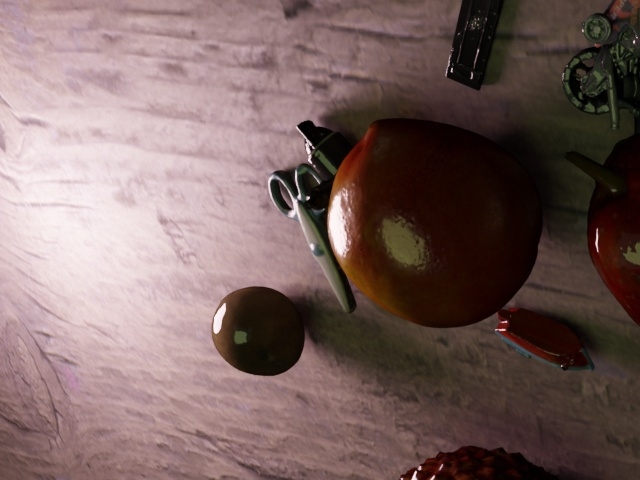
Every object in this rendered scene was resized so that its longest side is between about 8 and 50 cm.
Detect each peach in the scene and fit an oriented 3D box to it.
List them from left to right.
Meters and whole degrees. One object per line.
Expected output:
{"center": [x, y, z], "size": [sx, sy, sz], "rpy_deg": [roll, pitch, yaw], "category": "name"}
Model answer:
{"center": [0.164, -0.034, 1.734], "size": [0.308, 0.308, 0.332], "rpy_deg": [-22, 112, 46], "category": "peach"}

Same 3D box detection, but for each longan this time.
{"center": [-0.116, 0.172, 2.206], "size": [0.187, 0.167, 0.167], "rpy_deg": [47, 138, -11], "category": "longan"}

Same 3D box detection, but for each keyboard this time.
{"center": [0.227, -0.315, 1.691], "size": [0.061, 0.013, 0.204], "rpy_deg": [28, 133, 22], "category": "keyboard"}

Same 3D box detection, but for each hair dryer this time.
{"center": [0.006, -0.103, 1.861], "size": [0.078, 0.248, 0.195], "rpy_deg": [-43, 88, 23], "category": "hair dryer"}

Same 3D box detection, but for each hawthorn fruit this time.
{"center": [0.450, -0.022, 1.477], "size": [0.369, 0.285, 0.285], "rpy_deg": [25, 141, -19], "category": "hawthorn fruit"}

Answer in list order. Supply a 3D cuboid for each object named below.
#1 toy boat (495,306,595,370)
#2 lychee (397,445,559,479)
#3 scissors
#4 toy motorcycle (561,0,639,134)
{"center": [0.360, 0.163, 1.874], "size": [0.173, 0.069, 0.059], "rpy_deg": [23, 151, 28], "category": "toy boat"}
{"center": [0.254, 0.555, 1.986], "size": [0.500, 0.424, 0.425], "rpy_deg": [10, 126, 57], "category": "lychee"}
{"center": [0.000, 0.000, 2.079], "size": [0.138, 0.041, 0.289], "rpy_deg": [-11, 107, 45], "category": "scissors"}
{"center": [0.435, -0.261, 1.484], "size": [0.173, 0.108, 0.307], "rpy_deg": [39, 130, 13], "category": "toy motorcycle"}
